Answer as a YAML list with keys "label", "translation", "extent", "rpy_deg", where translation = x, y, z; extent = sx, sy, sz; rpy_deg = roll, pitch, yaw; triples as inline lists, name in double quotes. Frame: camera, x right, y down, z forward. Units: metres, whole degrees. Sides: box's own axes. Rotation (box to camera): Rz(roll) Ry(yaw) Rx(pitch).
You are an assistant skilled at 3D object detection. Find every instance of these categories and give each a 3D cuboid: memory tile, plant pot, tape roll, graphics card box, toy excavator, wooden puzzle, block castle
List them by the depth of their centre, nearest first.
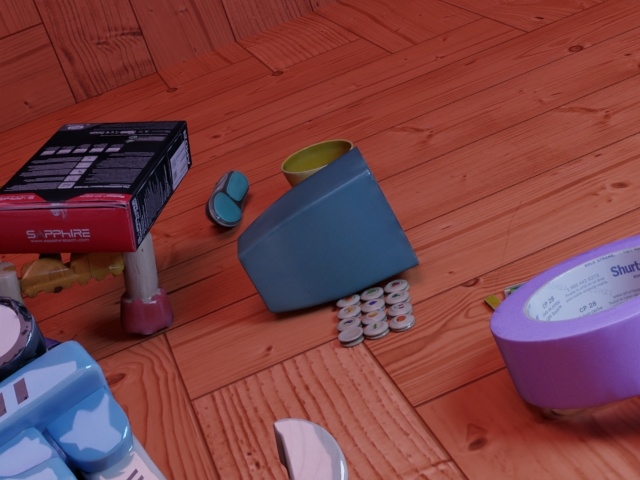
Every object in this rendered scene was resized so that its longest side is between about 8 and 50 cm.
- label: "toy excavator"
  translation: [-0.248, 0.262, 1.319]
  extent: [0.433, 0.222, 0.445]
  rpy_deg: [-34, 57, -21]
- label: "tape roll"
  translation: [0.338, 0.086, 1.377]
  extent: [0.275, 0.090, 0.275]
  rpy_deg: [-23, 12, 5]
- label: "wooden puzzle"
  translation: [0.281, 0.073, 1.618]
  extent: [0.116, 0.014, 0.078]
  rpy_deg: [-18, 23, 2]
- label: "memory tile"
  translation: [0.076, 0.102, 1.719]
  extent: [0.113, 0.012, 0.148]
  rpy_deg: [-17, 23, 7]
- label: "plant pot"
  translation: [0.000, 0.000, 1.814]
  extent: [0.234, 0.165, 0.165]
  rpy_deg: [-29, 17, 4]
- label: "graphics card box"
  translation: [-0.364, -0.093, 1.948]
  extent: [0.233, 0.094, 0.371]
  rpy_deg: [-2, 26, 9]
- label: "block castle"
  translation: [-0.456, 0.051, 2.021]
  extent: [0.303, 0.212, 0.453]
  rpy_deg: [-15, 27, -21]
- label: "plant pot"
  translation: [0.008, -0.109, 2.141]
  extent: [0.134, 0.095, 0.134]
  rpy_deg: [-17, 22, 7]

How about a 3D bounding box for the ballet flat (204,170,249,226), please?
- label: "ballet flat"
  translation: [-0.182, -0.064, 2.252]
  extent: [0.068, 0.072, 0.213]
  rpy_deg: [-41, 14, 23]

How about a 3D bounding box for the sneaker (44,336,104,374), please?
- label: "sneaker"
  translation: [-0.340, 0.208, 1.694]
  extent: [0.124, 0.107, 0.283]
  rpy_deg: [7, 20, -45]
